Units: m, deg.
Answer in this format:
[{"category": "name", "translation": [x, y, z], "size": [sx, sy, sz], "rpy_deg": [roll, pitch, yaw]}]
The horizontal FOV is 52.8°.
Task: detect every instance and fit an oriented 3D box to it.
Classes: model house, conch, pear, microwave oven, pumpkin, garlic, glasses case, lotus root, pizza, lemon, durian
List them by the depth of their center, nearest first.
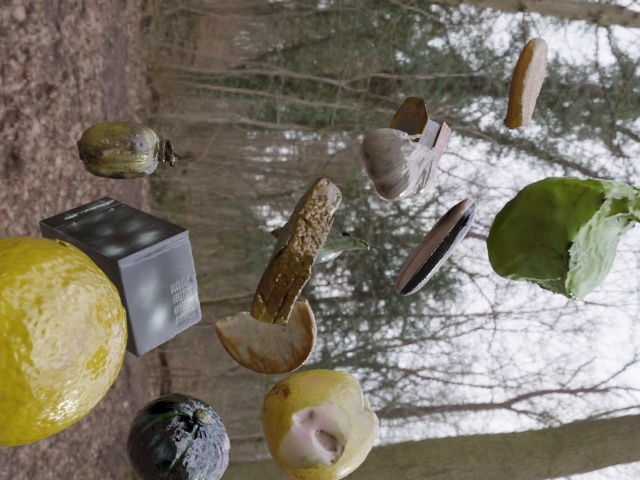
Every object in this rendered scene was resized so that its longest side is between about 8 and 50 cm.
[{"category": "lemon", "translation": [-0.400, 0.130, 0.862], "size": [0.293, 0.293, 0.293], "rpy_deg": [174, -90, -71]}, {"category": "pear", "translation": [0.001, 0.275, 0.970], "size": [0.178, 0.178, 0.178], "rpy_deg": [174, -90, -71]}, {"category": "durian", "translation": [0.487, -0.012, 1.344], "size": [0.339, 0.204, 0.256], "rpy_deg": [19, -75, 49]}, {"category": "pizza", "translation": [0.450, -0.339, 1.408], "size": [0.134, 0.056, 0.271], "rpy_deg": [49, 54, -60]}, {"category": "conch", "translation": [-0.007, 0.008, 1.493], "size": [0.137, 0.233, 0.114], "rpy_deg": [-64, 170, -72]}, {"category": "glasses case", "translation": [0.279, 0.021, 1.571], "size": [0.075, 0.122, 0.314], "rpy_deg": [38, -51, 6]}, {"category": "garlic", "translation": [0.201, -0.185, 1.685], "size": [0.178, 0.229, 0.143], "rpy_deg": [-24, -147, 49]}, {"category": "lotus root", "translation": [-0.506, -0.242, 1.732], "size": [0.154, 0.278, 0.154], "rpy_deg": [177, -90, -75]}, {"category": "pumpkin", "translation": [-0.385, 0.557, 1.796], "size": [0.238, 0.315, 0.315], "rpy_deg": [-47, -145, 10]}, {"category": "model house", "translation": [0.295, -0.293, 1.867], "size": [0.207, 0.136, 0.219], "rpy_deg": [14, -98, 66]}, {"category": "microwave oven", "translation": [-0.591, 0.099, 1.911], "size": [0.432, 0.236, 0.374], "rpy_deg": [20, -56, 38]}]

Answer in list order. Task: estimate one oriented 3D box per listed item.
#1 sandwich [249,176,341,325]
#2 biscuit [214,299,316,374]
[{"category": "sandwich", "translation": [-0.050, 0.024, 1.272], "size": [0.251, 0.087, 0.226], "rpy_deg": [-67, -178, -51]}, {"category": "biscuit", "translation": [-0.137, 0.278, 1.800], "size": [0.205, 0.309, 0.040], "rpy_deg": [70, 25, -10]}]
